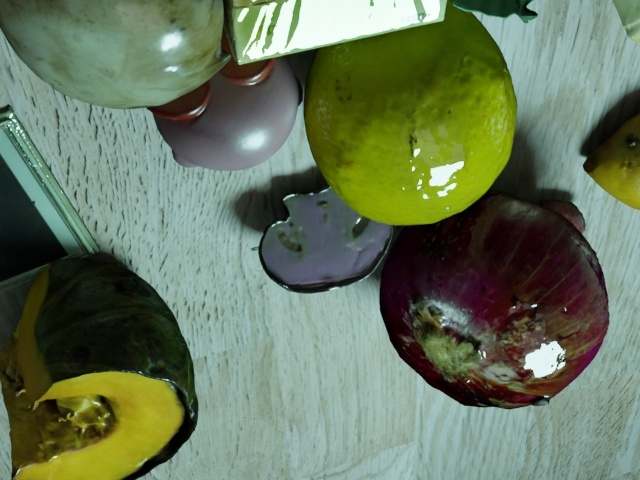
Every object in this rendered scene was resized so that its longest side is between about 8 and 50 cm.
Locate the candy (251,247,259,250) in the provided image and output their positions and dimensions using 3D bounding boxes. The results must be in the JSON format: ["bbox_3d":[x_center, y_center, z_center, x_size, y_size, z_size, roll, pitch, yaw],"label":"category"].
[{"bbox_3d":[-0.057,0.011,1.665,0.083,0.023,0.025,-8,157,-8],"label":"candy"}]

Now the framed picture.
[{"bbox_3d":[-0.424,-0.023,1.430,0.231,0.018,0.293,-22,143,-1],"label":"framed picture"}]

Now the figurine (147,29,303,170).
[{"bbox_3d":[-0.105,-0.158,1.309,0.173,0.173,0.173,-14,143,-11],"label":"figurine"}]

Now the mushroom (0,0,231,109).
[{"bbox_3d":[-0.203,-0.232,1.136,0.254,0.184,0.255,8,145,5],"label":"mushroom"}]

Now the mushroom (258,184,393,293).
[{"bbox_3d":[0.000,0.000,1.602,0.188,0.141,0.117,-16,177,-14],"label":"mushroom"}]

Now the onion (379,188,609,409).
[{"bbox_3d":[0.277,0.058,1.702,0.385,0.347,0.348,-42,158,-37],"label":"onion"}]

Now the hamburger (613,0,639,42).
[{"bbox_3d":[0.448,-0.324,1.402,0.210,0.173,0.116,-34,104,14],"label":"hamburger"}]

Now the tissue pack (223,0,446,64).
[{"bbox_3d":[-0.001,-0.290,1.200,0.234,0.159,0.125,-14,142,-12],"label":"tissue pack"}]

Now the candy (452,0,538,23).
[{"bbox_3d":[0.253,-0.429,1.103,0.171,0.263,0.398,16,128,1],"label":"candy"}]

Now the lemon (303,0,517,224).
[{"bbox_3d":[0.103,-0.151,1.357,0.260,0.261,0.284,-6,140,-22],"label":"lemon"}]

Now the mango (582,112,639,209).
[{"bbox_3d":[0.519,-0.117,1.709,0.236,0.136,0.166,6,132,-40],"label":"mango"}]

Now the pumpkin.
[{"bbox_3d":[-0.299,0.185,1.567,0.256,0.225,0.303,5,138,-35],"label":"pumpkin"}]
